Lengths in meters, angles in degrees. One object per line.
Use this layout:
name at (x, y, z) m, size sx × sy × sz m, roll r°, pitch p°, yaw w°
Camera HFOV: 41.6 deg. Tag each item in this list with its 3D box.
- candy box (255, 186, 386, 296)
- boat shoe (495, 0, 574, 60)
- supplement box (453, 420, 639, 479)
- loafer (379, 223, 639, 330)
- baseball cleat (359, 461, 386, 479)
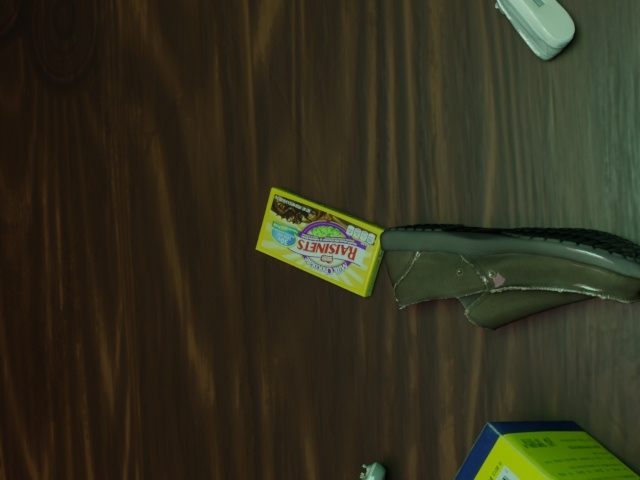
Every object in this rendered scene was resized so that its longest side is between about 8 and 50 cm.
candy box at (0.000, 0.000, 1.269) m, size 0.206 × 0.027 × 0.105 m, roll 22°, pitch 106°, yaw 28°
boat shoe at (0.256, -0.313, 1.092) m, size 0.184 × 0.066 × 0.063 m, roll 51°, pitch 154°, yaw 11°
supplement box at (0.317, 0.387, 0.942) m, size 0.356 × 0.194 × 0.195 m, roll 41°, pitch 112°, yaw 44°
loafer at (0.245, 0.049, 1.081) m, size 0.366 × 0.134 × 0.130 m, roll 5°, pitch 98°, yaw 40°
baseball cleat at (0.088, 0.425, 1.220) m, size 0.109 × 0.072 × 0.206 m, roll 17°, pitch 105°, yaw 15°
